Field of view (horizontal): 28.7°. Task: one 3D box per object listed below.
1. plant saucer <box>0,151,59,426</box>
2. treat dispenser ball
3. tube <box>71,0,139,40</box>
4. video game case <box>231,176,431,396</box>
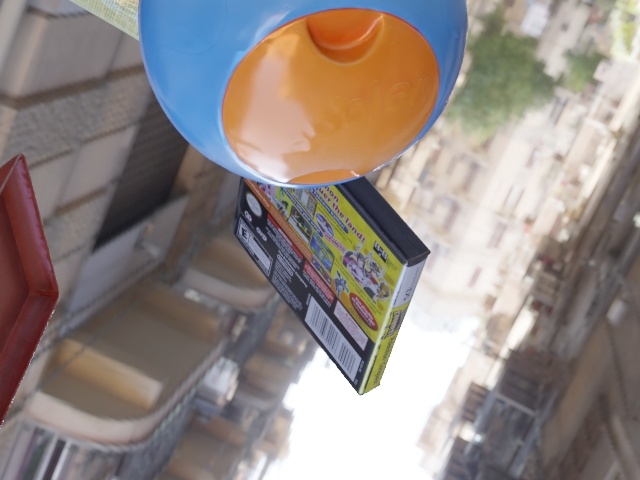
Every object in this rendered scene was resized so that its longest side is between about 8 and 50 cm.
[{"bbox_3d":[-0.411,0.064,1.575,0.047,0.259,0.258,5,-138,8],"label":"plant saucer"},{"bbox_3d":[-0.015,-0.189,1.095,0.288,0.288,0.288,22,-164,-7],"label":"treat dispenser ball"},{"bbox_3d":[-0.255,-0.308,1.612,0.240,0.062,0.070,27,154,2],"label":"tube"},{"bbox_3d":[0.000,0.000,1.378,0.035,0.248,0.275,-24,-121,-28],"label":"video game case"}]
